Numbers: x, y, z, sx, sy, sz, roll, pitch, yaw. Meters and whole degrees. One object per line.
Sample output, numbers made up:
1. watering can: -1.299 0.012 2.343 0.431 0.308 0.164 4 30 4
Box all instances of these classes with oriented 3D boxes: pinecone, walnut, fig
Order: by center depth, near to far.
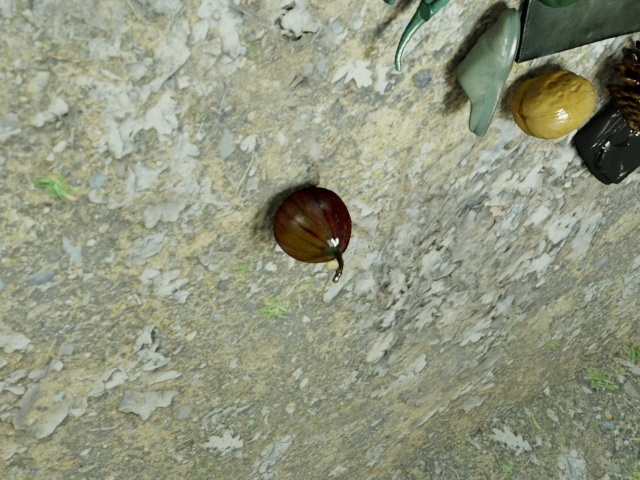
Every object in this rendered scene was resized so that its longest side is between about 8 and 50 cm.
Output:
1. fig: -0.002 -0.025 1.559 0.148 0.202 0.149 -30 112 -32
2. walnut: 0.483 -0.279 1.692 0.180 0.144 0.144 -24 145 -31
3. pinecone: 0.758 -0.358 1.764 0.246 0.246 0.292 19 102 -51

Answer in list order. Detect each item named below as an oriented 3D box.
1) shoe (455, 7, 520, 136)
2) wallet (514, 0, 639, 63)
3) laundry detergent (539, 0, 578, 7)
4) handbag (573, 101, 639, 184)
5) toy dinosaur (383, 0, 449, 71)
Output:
1. shoe: 0.304 -0.317 1.545 0.100 0.103 0.251 13 121 6
2. wallet: 0.519 -0.452 1.594 0.317 0.045 0.173 -19 138 -16
3. laundry detergent: 0.429 -0.477 1.452 0.221 0.078 0.144 -34 130 -5
4. handbag: 0.754 -0.271 1.996 0.275 0.088 0.244 -42 142 11
5. toy dinosaur: 0.255 -0.484 1.301 0.330 0.129 0.384 -31 148 -23
